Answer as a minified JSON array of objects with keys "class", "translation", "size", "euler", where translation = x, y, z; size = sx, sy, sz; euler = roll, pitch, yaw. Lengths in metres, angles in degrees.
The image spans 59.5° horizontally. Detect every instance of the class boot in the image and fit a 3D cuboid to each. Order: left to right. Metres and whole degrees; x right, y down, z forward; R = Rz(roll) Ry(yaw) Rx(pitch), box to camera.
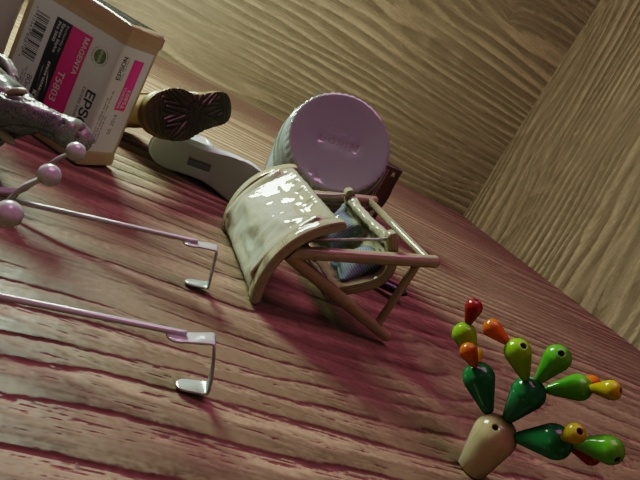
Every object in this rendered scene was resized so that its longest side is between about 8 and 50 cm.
[{"class":"boot","translation":[-0.338,-0.239,1.056],"size":[0.269,0.089,0.236],"euler":[7,15,26]},{"class":"boot","translation":[-0.214,-0.162,1.148],"size":[0.258,0.095,0.123],"euler":[26,21,-12]}]

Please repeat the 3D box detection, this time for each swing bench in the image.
[{"class":"swing bench","translation":[0.000,0.000,0.880],"size":[0.254,0.165,0.253],"euler":[22,17,-28]}]

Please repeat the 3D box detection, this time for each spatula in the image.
[{"class":"spatula","translation":[0.041,0.035,1.115],"size":[0.296,0.030,0.084],"euler":[32,12,7]}]

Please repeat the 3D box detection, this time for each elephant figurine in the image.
[{"class":"elephant figurine","translation":[-0.422,-0.167,0.664],"size":[0.239,0.169,0.186],"euler":[16,46,-44]}]

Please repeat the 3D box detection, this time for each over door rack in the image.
[{"class":"over door rack","translation":[-0.237,-0.007,0.548],"size":[0.324,0.108,0.239],"euler":[25,15,-18]}]

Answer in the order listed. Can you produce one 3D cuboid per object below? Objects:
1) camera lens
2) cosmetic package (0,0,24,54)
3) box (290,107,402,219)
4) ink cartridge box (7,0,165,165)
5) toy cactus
[{"class":"camera lens","translation":[0.005,-0.153,1.150],"size":[0.219,0.220,0.274],"euler":[28,-17,-7]},{"class":"cosmetic package","translation":[-0.639,-0.412,0.934],"size":[0.156,0.217,0.385],"euler":[14,23,-46]},{"class":"box","translation":[0.036,-0.227,1.697],"size":[0.381,0.191,0.143],"euler":[37,16,30]},{"class":"ink cartridge box","translation":[-0.386,-0.266,0.886],"size":[0.193,0.235,0.088],"euler":[32,14,12]},{"class":"toy cactus","translation":[0.219,0.186,0.633],"size":[0.219,0.181,0.112],"euler":[37,16,26]}]
